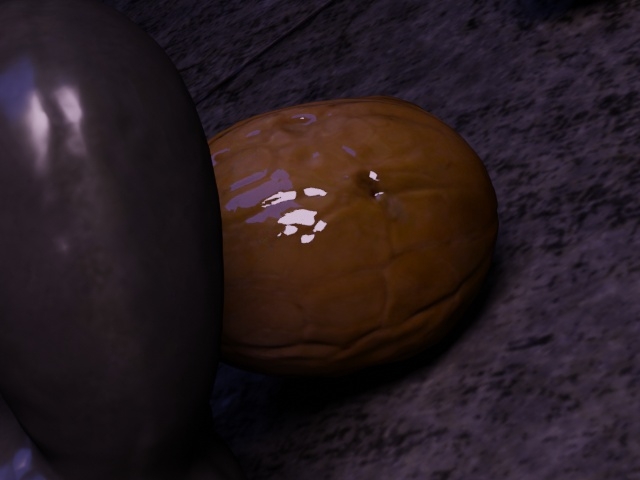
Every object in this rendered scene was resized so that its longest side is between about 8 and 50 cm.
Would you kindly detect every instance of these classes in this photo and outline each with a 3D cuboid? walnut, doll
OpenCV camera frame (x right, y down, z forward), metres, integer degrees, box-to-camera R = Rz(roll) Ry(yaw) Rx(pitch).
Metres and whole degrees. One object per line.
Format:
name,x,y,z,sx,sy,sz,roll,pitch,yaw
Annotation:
walnut,0.000,0.000,0.853,0.207,0.167,0.167,-13,28,-2
doll,-0.131,0.062,0.744,0.382,0.252,0.379,34,110,55
